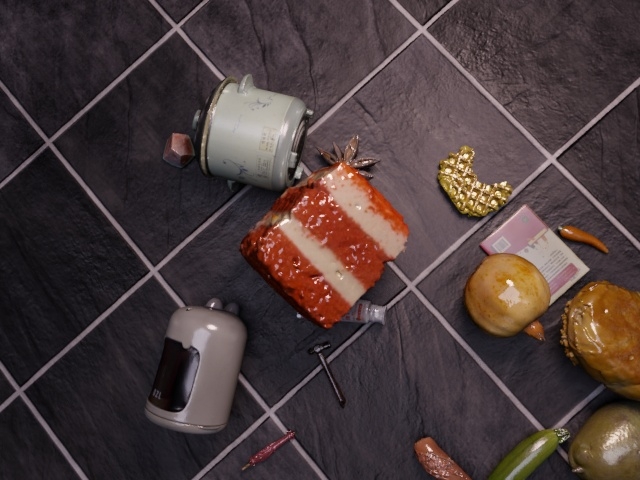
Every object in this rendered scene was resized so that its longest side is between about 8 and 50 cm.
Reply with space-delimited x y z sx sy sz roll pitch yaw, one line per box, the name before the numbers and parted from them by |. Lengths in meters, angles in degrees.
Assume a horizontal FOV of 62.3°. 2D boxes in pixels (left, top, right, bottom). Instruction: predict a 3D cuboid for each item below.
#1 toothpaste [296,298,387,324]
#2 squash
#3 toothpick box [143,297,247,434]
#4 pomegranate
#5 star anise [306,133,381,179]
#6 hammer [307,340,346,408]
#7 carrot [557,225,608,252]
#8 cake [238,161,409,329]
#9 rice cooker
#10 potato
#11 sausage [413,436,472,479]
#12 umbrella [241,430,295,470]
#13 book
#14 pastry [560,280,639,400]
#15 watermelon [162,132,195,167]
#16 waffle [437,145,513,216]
toothpaste | 0.055 0.177 1.386 0.234 0.057 0.090 7 82 17
squash | 0.498 0.535 1.294 0.252 0.066 0.066 -42 82 -1
toothpick box | -0.291 0.301 1.334 0.228 0.229 0.317 13 84 7
pomegranate | 0.448 0.133 1.281 0.206 0.207 0.207 -1 84 5
star anise | 0.062 -0.194 1.415 0.182 0.065 0.195 24 97 10
hammer | 0.029 0.352 1.381 0.065 0.021 0.179 -25 83 1
carrot | 0.671 -0.005 1.352 0.142 0.035 0.035 23 87 3
cake | 0.000 0.000 1.262 0.319 0.269 0.270 -46 105 -11
rice cooker | -0.182 -0.265 1.351 0.316 0.264 0.317 5 120 9
potato | 0.693 0.485 1.239 0.251 0.159 0.174 -26 56 -9
sausage | 0.345 0.608 1.295 0.078 0.078 0.304 -44 81 0
umbrella | -0.135 0.546 1.375 0.165 0.025 0.027 -34 63 -1
book | 0.549 0.043 1.363 0.162 0.022 0.232 -42 82 2
pastry | 0.708 0.236 1.254 0.310 0.162 0.255 34 65 1
watermelon | -0.402 -0.252 1.464 0.092 0.072 0.085 -23 65 7
waffle | 0.398 -0.152 1.384 0.148 0.051 0.194 -30 77 1
